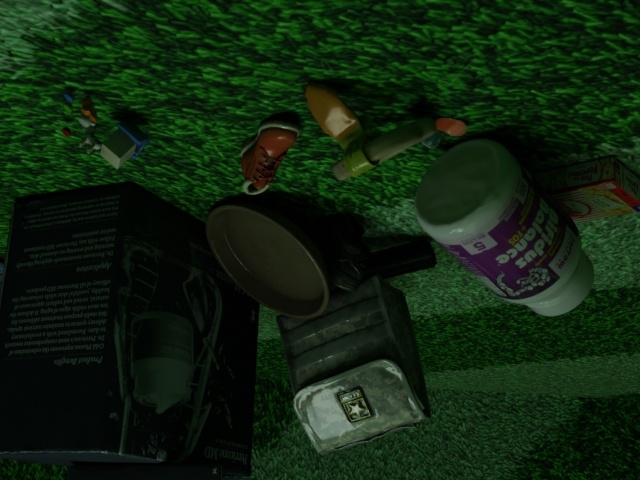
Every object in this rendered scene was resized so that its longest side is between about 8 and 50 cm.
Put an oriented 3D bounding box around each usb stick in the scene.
[{"bbox_3d":[0.091,0.056,1.781,0.278,0.077,0.045,-14,123,-2],"label":"usb stick"}]

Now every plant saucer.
[{"bbox_3d":[-0.093,0.033,1.687,0.278,0.041,0.278,26,144,20],"label":"plant saucer"}]

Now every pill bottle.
[{"bbox_3d":[0.292,-0.007,1.389,0.169,0.169,0.301,-14,140,42],"label":"pill bottle"}]

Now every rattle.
[{"bbox_3d":[0.090,-0.173,1.260,0.199,0.143,0.130,-29,164,-20],"label":"rattle"}]

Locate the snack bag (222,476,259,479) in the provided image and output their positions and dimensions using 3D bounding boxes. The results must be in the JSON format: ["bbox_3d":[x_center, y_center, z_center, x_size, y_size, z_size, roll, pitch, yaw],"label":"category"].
[{"bbox_3d":[-0.328,0.509,1.887,0.342,0.037,0.323,9,161,-20],"label":"snack bag"}]

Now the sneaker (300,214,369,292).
[{"bbox_3d":[0.000,0.000,1.731,0.227,0.130,0.087,25,176,33],"label":"sneaker"}]

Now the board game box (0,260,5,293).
[{"bbox_3d":[-0.787,0.141,2.073,0.039,0.211,0.160,19,176,41],"label":"board game box"}]

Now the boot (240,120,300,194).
[{"bbox_3d":[-0.075,-0.122,1.349,0.059,0.085,0.158,12,158,-21],"label":"boot"}]

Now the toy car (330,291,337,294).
[{"bbox_3d":[0.014,0.090,1.898,0.159,0.136,0.182,18,157,-39],"label":"toy car"}]

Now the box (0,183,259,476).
[{"bbox_3d":[-0.358,0.201,1.761,0.297,0.472,0.480,-6,161,26],"label":"box"}]

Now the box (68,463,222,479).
[{"bbox_3d":[-0.314,0.460,1.623,0.261,0.103,0.184,2,157,-11],"label":"box"}]

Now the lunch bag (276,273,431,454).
[{"bbox_3d":[0.067,0.248,1.745,0.235,0.287,0.169,-23,154,19],"label":"lunch bag"}]

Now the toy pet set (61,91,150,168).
[{"bbox_3d":[-0.310,-0.169,1.319,0.114,0.065,0.122,40,153,-1],"label":"toy pet set"}]

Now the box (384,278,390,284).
[{"bbox_3d":[0.038,0.150,2.058,0.232,0.149,0.127,3,162,-2],"label":"box"}]

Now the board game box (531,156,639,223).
[{"bbox_3d":[0.412,-0.074,1.475,0.193,0.045,0.146,-12,157,39],"label":"board game box"}]
